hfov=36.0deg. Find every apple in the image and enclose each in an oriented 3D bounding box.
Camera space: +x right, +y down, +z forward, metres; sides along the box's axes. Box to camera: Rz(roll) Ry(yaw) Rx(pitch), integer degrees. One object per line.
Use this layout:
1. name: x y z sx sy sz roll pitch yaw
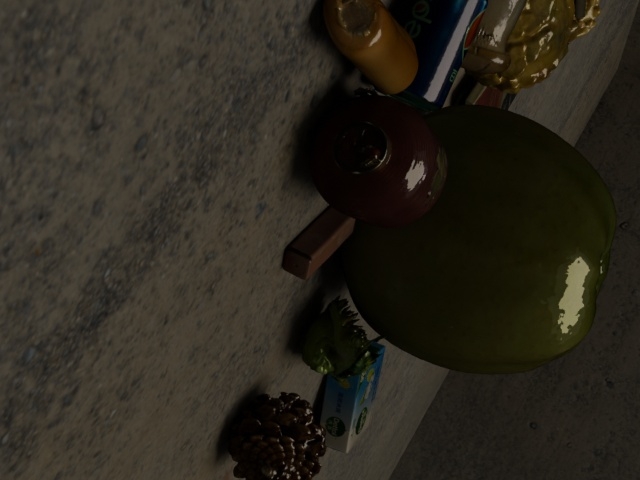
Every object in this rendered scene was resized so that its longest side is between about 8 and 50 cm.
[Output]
1. apple: 0.269 0.007 1.661 0.473 0.474 0.473 -54 160 -30

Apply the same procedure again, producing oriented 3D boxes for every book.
1. book: 0.380 -0.331 2.059 0.374 0.028 0.262 -57 161 -26

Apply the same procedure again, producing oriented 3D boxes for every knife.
1. knife: 0.254 -0.202 1.981 0.054 0.015 0.212 -35 147 -57

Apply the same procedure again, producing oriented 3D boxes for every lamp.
1. lamp: 0.079 -0.112 1.339 0.180 0.180 0.258 -64 163 1

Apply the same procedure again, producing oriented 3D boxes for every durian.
1. durian: 0.028 0.171 1.660 0.132 0.107 0.375 -51 -177 -11

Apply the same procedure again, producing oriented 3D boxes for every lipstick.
1. lipstick: 0.000 0.000 1.470 0.145 0.045 0.045 -45 153 -46

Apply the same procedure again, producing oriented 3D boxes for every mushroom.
1. mushroom: 0.284 -0.461 1.513 0.154 0.138 0.407 -52 157 -75

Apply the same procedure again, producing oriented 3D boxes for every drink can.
1. drink can: 0.155 -0.290 1.393 0.204 0.118 0.118 -68 163 8

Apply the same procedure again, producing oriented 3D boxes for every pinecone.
1. pinecone: -0.068 0.315 1.562 0.173 0.174 0.173 -54 160 -30

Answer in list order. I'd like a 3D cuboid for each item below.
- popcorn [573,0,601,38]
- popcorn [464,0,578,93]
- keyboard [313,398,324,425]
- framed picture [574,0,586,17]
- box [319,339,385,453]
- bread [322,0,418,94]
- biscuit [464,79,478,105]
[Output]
1. popcorn: 0.427 -0.460 1.872 0.163 0.194 0.140 -1 119 -24
2. popcorn: 0.345 -0.386 1.716 0.250 0.190 0.250 -39 148 -30
3. keyboard: -0.063 0.462 1.992 0.309 0.018 0.101 -57 162 -23
4. framed picture: 0.433 -0.577 1.701 0.232 0.024 0.314 50 36 -71
5. box: 0.063 0.313 2.013 0.139 0.073 0.194 -34 137 -61
6. bread: 0.070 -0.249 1.235 0.239 0.074 0.092 14 60 -73
7. biscuit: 0.326 -0.290 2.044 0.142 0.029 0.220 -29 139 -61
